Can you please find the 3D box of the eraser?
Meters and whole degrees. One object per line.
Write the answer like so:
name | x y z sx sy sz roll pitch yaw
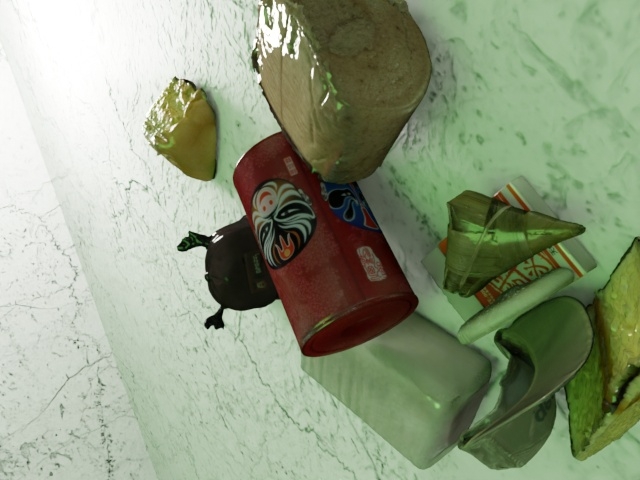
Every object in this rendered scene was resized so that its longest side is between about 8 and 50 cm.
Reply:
eraser | 0.264 0.033 0.827 0.157 0.038 0.230 54 142 13

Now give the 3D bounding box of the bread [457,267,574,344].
bread | 0.243 0.098 0.765 0.036 0.112 0.193 57 142 13

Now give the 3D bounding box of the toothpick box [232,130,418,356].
toothpick box | 0.000 0.000 0.932 0.333 0.204 0.204 66 146 24

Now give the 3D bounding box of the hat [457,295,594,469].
hat | 0.301 0.208 0.756 0.149 0.214 0.245 40 146 -9

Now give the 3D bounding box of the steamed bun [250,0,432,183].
steamed bun | 0.035 -0.255 0.823 0.301 0.199 0.251 62 162 17

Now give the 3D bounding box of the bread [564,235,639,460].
bread | 0.382 0.140 0.685 0.178 0.142 0.266 -91 9 -48

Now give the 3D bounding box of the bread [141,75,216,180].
bread | -0.346 -0.252 1.332 0.174 0.133 0.251 40 138 32

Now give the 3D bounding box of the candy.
candy | 0.121 0.233 1.031 0.359 0.145 0.208 33 134 37

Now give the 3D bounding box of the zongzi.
zongzi | 0.252 0.024 0.751 0.176 0.078 0.160 20 131 33

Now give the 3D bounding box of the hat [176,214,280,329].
hat | -0.183 0.073 1.262 0.336 0.209 0.238 -2 106 50
